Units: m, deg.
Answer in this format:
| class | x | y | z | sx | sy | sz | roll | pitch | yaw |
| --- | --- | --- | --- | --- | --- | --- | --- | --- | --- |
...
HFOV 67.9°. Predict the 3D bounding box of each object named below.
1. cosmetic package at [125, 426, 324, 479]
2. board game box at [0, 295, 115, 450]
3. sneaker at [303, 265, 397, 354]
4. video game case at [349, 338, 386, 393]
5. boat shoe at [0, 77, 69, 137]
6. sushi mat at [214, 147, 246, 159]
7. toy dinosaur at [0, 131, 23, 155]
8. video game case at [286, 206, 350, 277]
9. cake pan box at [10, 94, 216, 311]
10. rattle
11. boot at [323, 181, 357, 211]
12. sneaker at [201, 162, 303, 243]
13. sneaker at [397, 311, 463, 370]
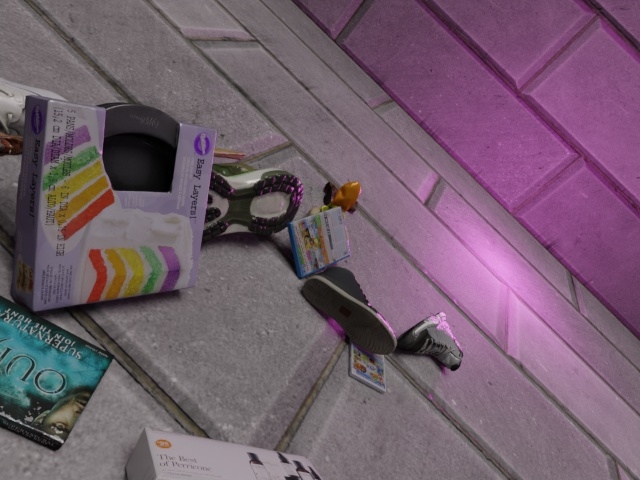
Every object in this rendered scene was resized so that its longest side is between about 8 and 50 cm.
| class | x | y | z | sx | sy | sz | roll | pitch | yaw |
| --- | --- | --- | --- | --- | --- | --- | --- | --- | --- |
| cosmetic package | -0.101 | 0.292 | 0.569 | 0.238 | 0.061 | 0.098 | 25 | -3 | -30 |
| board game box | -0.347 | 0.139 | 0.536 | 0.186 | 0.026 | 0.126 | 34 | 31 | -17 |
| sneaker | 0.079 | 0.132 | 0.984 | 0.222 | 0.083 | 0.118 | 40 | 29 | 9 |
| video game case | 0.094 | 0.238 | 0.959 | 0.087 | 0.011 | 0.122 | 33 | 32 | -19 |
| boat shoe | -0.491 | -0.200 | 0.719 | 0.267 | 0.096 | 0.088 | 28 | 38 | -24 |
| sushi mat | -0.268 | -0.171 | 0.880 | 0.151 | 0.019 | 0.316 | 13 | 12 | 12 |
| toy dinosaur | -0.529 | -0.167 | 0.606 | 0.296 | 0.127 | 0.200 | 46 | 30 | 12 |
| video game case | 0.000 | 0.000 | 1.044 | 0.166 | 0.015 | 0.119 | -21 | 104 | -45 |
| cake pan box | -0.270 | -0.052 | 0.653 | 0.070 | 0.267 | 0.245 | 19 | 12 | 33 |
| rattle | 0.041 | -0.038 | 1.119 | 0.130 | 0.142 | 0.200 | 59 | 22 | -12 |
| boot | 0.062 | -0.105 | 1.326 | 0.114 | 0.037 | 0.107 | 36 | 33 | -23 |
| sneaker | -0.232 | -0.089 | 0.899 | 0.182 | 0.158 | 0.410 | 27 | 18 | 39 |
| sneaker | 0.268 | 0.244 | 1.091 | 0.228 | 0.086 | 0.132 | -7 | 59 | -54 |
